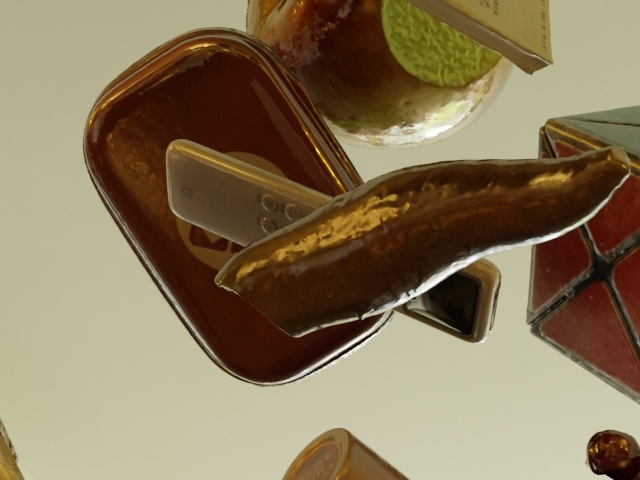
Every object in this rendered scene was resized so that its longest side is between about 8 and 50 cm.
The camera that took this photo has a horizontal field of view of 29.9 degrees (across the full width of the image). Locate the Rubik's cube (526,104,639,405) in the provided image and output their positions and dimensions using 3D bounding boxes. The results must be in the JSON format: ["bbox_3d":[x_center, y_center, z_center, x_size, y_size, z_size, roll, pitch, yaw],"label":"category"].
[{"bbox_3d":[0.387,0.010,1.221,0.260,0.259,0.255,-10,-65,-22],"label":"Rubik's cube"}]

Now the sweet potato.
[{"bbox_3d":[0.058,-0.004,0.684,0.243,0.077,0.077,-20,-45,16],"label":"sweet potato"}]

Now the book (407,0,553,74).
[{"bbox_3d":[0.086,-0.282,1.048,0.289,0.201,0.026,23,-38,-26],"label":"book"}]

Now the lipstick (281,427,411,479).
[{"bbox_3d":[0.086,0.220,0.763,0.254,0.070,0.070,41,-44,-18],"label":"lipstick"}]

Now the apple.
[{"bbox_3d":[0.101,-0.301,1.563,0.374,0.374,0.384,27,-63,-20],"label":"apple"}]

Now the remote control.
[{"bbox_3d":[0.000,0.000,0.816,0.261,0.029,0.067,23,-46,23],"label":"remote control"}]

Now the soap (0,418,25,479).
[{"bbox_3d":[-0.175,0.113,0.541,0.089,0.173,0.274,-23,-11,-17],"label":"soap"}]

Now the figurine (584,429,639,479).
[{"bbox_3d":[0.273,0.221,0.658,0.323,0.196,0.320,15,6,-11],"label":"figurine"}]

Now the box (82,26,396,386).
[{"bbox_3d":[-0.085,-0.034,1.335,0.263,0.108,0.404,-33,-85,5],"label":"box"}]
